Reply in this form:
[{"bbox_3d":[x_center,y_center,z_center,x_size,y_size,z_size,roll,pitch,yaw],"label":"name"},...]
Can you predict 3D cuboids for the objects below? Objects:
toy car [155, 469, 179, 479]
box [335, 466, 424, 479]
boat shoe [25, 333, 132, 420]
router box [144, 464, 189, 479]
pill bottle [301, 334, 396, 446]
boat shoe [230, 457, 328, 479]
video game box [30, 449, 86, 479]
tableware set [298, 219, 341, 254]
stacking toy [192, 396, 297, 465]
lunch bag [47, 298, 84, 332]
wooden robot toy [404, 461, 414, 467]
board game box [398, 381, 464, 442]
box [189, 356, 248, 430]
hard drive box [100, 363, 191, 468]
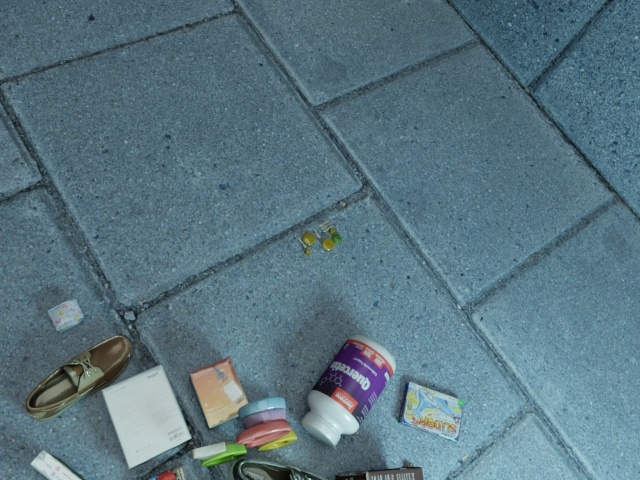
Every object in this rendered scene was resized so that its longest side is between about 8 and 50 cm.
[{"bbox_3d":[-0.337,0.743,1.392,0.225,0.053,0.238,6,65,-14],"label":"toy car"},{"bbox_3d":[0.174,0.744,1.485,0.203,0.168,0.166,9,62,-30],"label":"box"},{"bbox_3d":[-0.680,0.385,1.481,0.123,0.116,0.324,44,63,7],"label":"boat shoe"},{"bbox_3d":[-0.415,0.732,1.432,0.133,0.046,0.178,-16,71,-22],"label":"router box"},{"bbox_3d":[0.083,0.462,1.608,0.182,0.181,0.323,38,62,4],"label":"pill bottle"},{"bbox_3d":[-0.096,0.708,1.484,0.335,0.119,0.121,18,63,-7],"label":"boat shoe"},{"bbox_3d":[-0.640,0.621,1.337,0.187,0.205,0.048,35,59,2],"label":"video game box"},{"bbox_3d":[0.000,0.000,1.889,0.154,0.024,0.104,-33,81,-26],"label":"tableware set"},{"bbox_3d":[-0.217,0.520,1.460,0.280,0.309,0.130,-14,62,-9],"label":"stacking toy"},{"bbox_3d":[-0.764,0.226,1.570,0.083,0.053,0.071,-31,75,-15],"label":"lunch bag"},{"bbox_3d":[0.292,0.764,1.582,0.076,0.079,0.173,1,65,-14],"label":"wooden robot toy"},{"bbox_3d":[0.366,0.566,1.716,0.201,0.035,0.136,20,63,-5],"label":"board game box"},{"bbox_3d":[-0.304,0.459,1.560,0.130,0.091,0.170,-20,73,-22],"label":"box"},{"bbox_3d":[-0.498,0.502,1.491,0.181,0.089,0.232,-20,73,-22],"label":"hard drive box"}]
